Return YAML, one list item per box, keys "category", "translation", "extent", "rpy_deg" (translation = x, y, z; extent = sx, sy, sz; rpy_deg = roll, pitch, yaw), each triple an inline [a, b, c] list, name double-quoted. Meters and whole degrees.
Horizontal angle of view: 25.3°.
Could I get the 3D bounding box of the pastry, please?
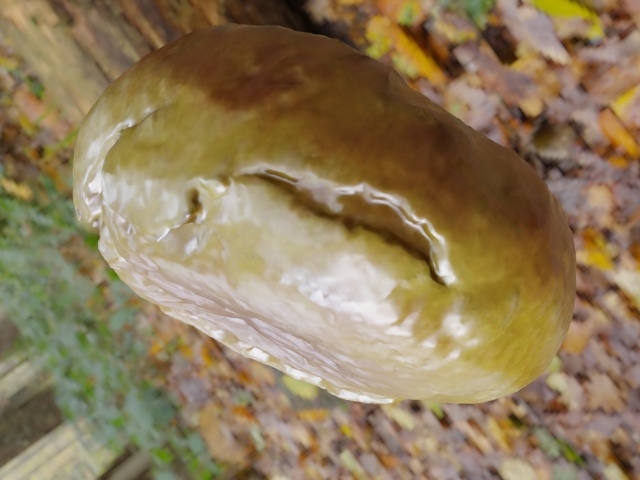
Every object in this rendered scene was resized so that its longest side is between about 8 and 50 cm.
- category: "pastry"
  translation: [0.000, 0.000, 0.934]
  extent: [0.356, 0.163, 0.356]
  rpy_deg: [24, 161, 9]
